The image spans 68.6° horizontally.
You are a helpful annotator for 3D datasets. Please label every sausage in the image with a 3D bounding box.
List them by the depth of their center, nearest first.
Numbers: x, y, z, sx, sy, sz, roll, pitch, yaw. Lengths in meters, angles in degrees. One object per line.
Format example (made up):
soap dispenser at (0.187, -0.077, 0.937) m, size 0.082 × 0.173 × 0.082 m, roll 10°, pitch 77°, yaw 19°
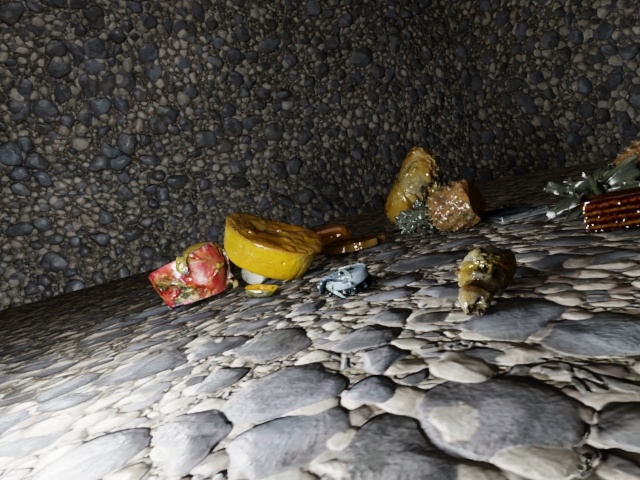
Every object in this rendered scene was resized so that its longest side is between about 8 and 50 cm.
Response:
sausage at (0.000, 0.000, 1.700) m, size 0.238 × 0.098 × 0.098 m, roll -13°, pitch 5°, yaw 12°

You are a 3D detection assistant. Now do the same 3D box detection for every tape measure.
tape measure at (0.055, 0.080, 0.938) m, size 0.094 × 0.054 × 0.091 m, roll -12°, pitch 11°, yaw 43°

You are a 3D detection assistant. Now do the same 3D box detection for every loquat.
loquat at (-0.354, 0.078, 1.501) m, size 0.172 × 0.149 × 0.204 m, roll -15°, pitch -7°, yaw 33°

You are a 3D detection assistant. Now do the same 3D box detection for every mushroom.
mushroom at (-0.157, 0.070, 1.434) m, size 0.092 × 0.081 × 0.223 m, roll -59°, pitch -10°, yaw 22°

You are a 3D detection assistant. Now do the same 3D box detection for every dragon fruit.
dragon fruit at (-0.338, 0.103, 1.273) m, size 0.211 × 0.147 × 0.282 m, roll -30°, pitch 3°, yaw -14°

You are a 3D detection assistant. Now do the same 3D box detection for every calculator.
calculator at (0.589, -0.087, 1.493) m, size 0.161 × 0.021 × 0.261 m, roll -14°, pitch 5°, yaw -2°

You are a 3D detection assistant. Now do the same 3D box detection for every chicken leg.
chicken leg at (0.236, 0.061, 0.688) m, size 0.085 × 0.069 × 0.198 m, roll 15°, pitch 24°, yaw 23°

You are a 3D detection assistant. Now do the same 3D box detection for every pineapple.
pineapple at (0.742, -0.146, 1.176) m, size 0.365 × 0.165 × 0.165 m, roll -24°, pitch 7°, yaw -12°
pineapple at (0.361, -0.080, 1.462) m, size 0.279 × 0.157 × 0.158 m, roll -23°, pitch -1°, yaw 36°

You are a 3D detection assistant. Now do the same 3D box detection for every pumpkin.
pumpkin at (-0.140, 0.123, 1.118) m, size 0.083 × 0.028 × 0.050 m, roll -2°, pitch 11°, yaw 22°

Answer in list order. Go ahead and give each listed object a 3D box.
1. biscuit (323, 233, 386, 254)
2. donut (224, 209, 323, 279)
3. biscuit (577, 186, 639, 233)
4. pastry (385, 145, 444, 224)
biscuit at (0.114, 0.016, 1.560) m, size 0.215 × 0.034 × 0.182 m, roll -12°, pitch 6°, yaw 0°
donut at (-0.137, 0.015, 1.296) m, size 0.278 × 0.108 × 0.277 m, roll 17°, pitch 19°, yaw -6°
biscuit at (0.705, -0.081, 0.882) m, size 0.388 × 0.073 × 0.107 m, roll -9°, pitch 6°, yaw 33°
pastry at (0.364, -0.190, 1.748) m, size 0.162 × 0.310 × 0.255 m, roll 24°, pitch 1°, yaw 19°
